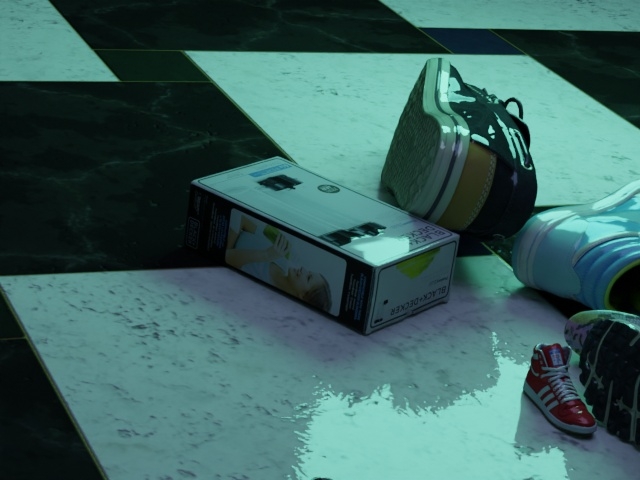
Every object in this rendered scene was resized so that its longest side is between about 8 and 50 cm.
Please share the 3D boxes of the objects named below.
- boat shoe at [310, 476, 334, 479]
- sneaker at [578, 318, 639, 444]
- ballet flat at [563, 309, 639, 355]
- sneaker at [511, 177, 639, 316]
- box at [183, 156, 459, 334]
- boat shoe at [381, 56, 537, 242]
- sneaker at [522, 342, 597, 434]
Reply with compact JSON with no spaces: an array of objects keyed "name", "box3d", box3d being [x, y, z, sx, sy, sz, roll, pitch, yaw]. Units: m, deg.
[{"name":"boat shoe","box3d":[0.010,0.260,1.496,0.081,0.069,0.228,7,23,-5]},{"name":"sneaker","box3d":[0.390,0.177,1.823,0.122,0.110,0.283,2,28,-46]},{"name":"ballet flat","box3d":[0.370,0.136,1.925,0.221,0.077,0.079,18,32,13]},{"name":"sneaker","box3d":[0.412,0.022,2.141,0.319,0.127,0.208,-19,32,-31]},{"name":"box","box3d":[0.000,0.000,2.079,0.290,0.087,0.169,26,28,34]},{"name":"boat shoe","box3d":[0.182,-0.114,2.292,0.156,0.187,0.500,19,14,-8]},{"name":"sneaker","box3d":[0.254,0.151,1.844,0.042,0.067,0.118,-4,26,-28]}]
